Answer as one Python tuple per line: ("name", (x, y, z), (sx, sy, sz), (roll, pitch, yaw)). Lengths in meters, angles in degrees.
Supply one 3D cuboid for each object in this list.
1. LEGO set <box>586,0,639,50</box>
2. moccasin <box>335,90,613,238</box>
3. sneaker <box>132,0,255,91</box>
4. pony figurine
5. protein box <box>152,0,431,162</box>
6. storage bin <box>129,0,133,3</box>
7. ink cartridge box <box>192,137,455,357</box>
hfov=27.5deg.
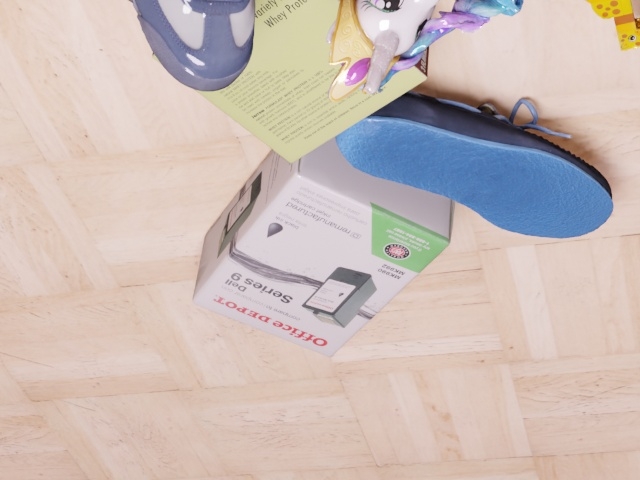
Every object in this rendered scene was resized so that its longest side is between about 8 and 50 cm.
("LEGO set", (0.324, -0.248, 1.303), (0.227, 0.087, 0.093), (-8, 137, 18))
("moccasin", (0.181, -0.109, 1.463), (0.342, 0.117, 0.137), (22, 129, -23))
("sneaker", (-0.099, -0.287, 1.086), (0.112, 0.319, 0.131), (-10, -178, -30))
("pony figurine", (0.108, -0.313, 1.110), (0.303, 0.351, 0.363), (34, 114, -33))
("protein box", (-0.025, -0.222, 1.342), (0.200, 0.136, 0.201), (-30, 128, 36))
("storage bin", (-0.146, -0.306, 1.227), (0.122, 0.180, 0.084), (30, 133, -25))
("ink cartridge box", (0.000, 0.000, 1.606), (0.211, 0.121, 0.289), (23, 137, -18))
